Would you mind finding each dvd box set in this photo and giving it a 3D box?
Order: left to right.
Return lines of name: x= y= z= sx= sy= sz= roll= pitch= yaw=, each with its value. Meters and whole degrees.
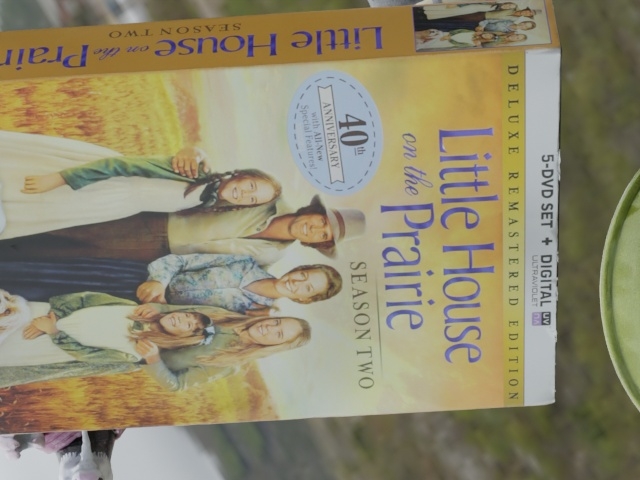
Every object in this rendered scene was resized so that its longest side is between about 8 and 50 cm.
dvd box set: x=-0.056 y=-0.005 z=1.278 sx=0.062 sy=0.420 sz=0.308 roll=-91 pitch=-2 yaw=-49

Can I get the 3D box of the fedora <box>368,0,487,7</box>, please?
fedora: x=0.124 y=-0.312 z=1.896 sx=0.152 sy=0.334 sz=0.334 roll=52 pitch=176 yaw=-15

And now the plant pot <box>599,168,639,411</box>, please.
plant pot: x=0.513 y=0.051 z=1.873 sx=0.366 sy=0.366 sz=0.353 roll=59 pitch=161 yaw=-12

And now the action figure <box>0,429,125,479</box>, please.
action figure: x=-0.227 y=0.076 z=1.744 sx=0.275 sy=0.248 sz=0.370 roll=10 pitch=99 yaw=52
